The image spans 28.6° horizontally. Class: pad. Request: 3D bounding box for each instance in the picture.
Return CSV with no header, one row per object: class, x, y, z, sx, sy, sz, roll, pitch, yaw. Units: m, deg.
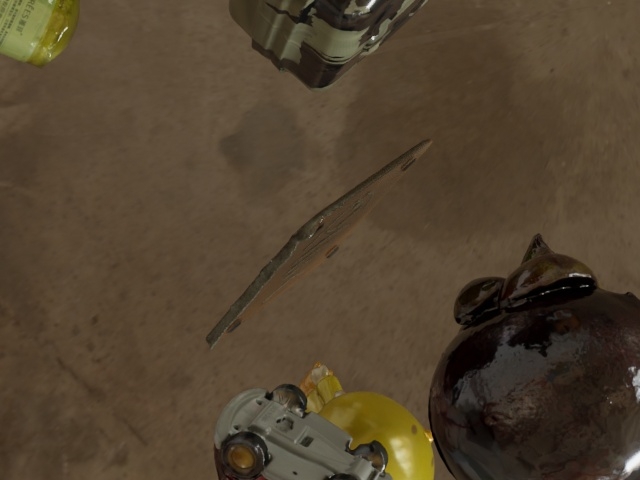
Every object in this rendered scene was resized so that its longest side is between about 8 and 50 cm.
pad,0.000,0.000,1.538,0.018,0.286,0.284,47,134,6

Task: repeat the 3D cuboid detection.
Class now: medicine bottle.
medicine bottle,-0.388,-0.283,1.414,0.238,0.124,0.124,21,107,-25

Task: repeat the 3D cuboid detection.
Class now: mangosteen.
mangosteen,0.271,0.160,1.467,0.306,0.307,0.347,-23,62,16

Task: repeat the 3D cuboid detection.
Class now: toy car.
toy car,-0.025,0.191,0.956,0.139,0.112,0.112,28,113,10

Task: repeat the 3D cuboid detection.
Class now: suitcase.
suitcase,0.067,-0.351,1.306,0.194,0.339,0.351,44,74,2

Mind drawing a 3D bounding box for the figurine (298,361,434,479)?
figurine,0.052,0.309,1.905,0.187,0.343,0.215,-39,105,-7
